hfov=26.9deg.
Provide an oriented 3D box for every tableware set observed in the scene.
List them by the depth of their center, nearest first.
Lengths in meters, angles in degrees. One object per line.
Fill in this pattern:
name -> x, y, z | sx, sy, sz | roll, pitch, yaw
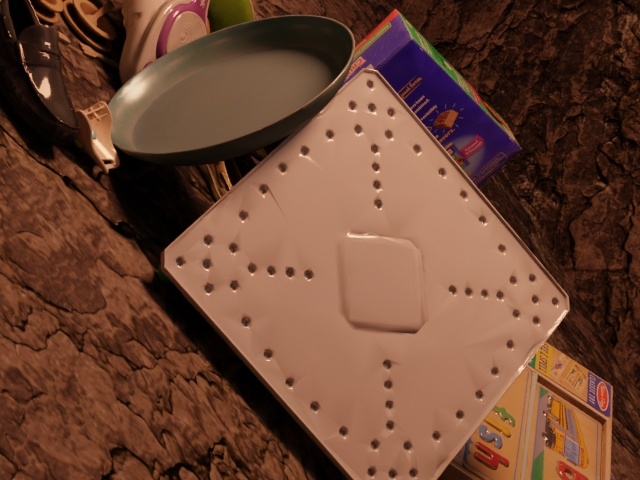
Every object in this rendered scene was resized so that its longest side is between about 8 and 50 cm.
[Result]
tableware set -> -0.323, -0.301, 1.711 | 0.194, 0.039, 0.128 | 23, 32, -59

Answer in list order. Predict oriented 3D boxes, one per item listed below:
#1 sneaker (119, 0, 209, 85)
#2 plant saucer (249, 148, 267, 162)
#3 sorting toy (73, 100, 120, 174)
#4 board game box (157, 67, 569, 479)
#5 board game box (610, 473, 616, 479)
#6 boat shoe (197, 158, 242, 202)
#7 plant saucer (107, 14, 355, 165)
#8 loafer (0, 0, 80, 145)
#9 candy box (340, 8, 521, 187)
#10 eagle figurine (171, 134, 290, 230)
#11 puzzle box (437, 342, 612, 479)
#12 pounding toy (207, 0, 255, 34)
sneaker -> -0.221, -0.318, 1.799 | 0.114, 0.152, 0.305 | 53, 47, -54
plant saucer -> -0.102, -0.147, 1.856 | 0.241, 0.037, 0.241 | 36, 0, 0
sorting toy -> -0.251, -0.110, 1.493 | 0.075, 0.045, 0.083 | 58, 13, -7
board game box -> 0.060, 0.055, 1.536 | 0.390, 0.050, 0.390 | 49, 58, -6
board game box -> 0.311, 0.269, 2.077 | 0.308, 0.086, 0.302 | 34, 23, -45
boat shoe -> -0.115, -0.076, 1.760 | 0.056, 0.048, 0.153 | 24, 31, -58
plant saucer -> -0.105, -0.175, 1.596 | 0.317, 0.318, 0.043 | -100, 171, -59
loafer -> -0.315, -0.200, 1.444 | 0.223, 0.078, 0.076 | 58, 18, 22
candy box -> 0.141, -0.188, 2.294 | 0.317, 0.268, 0.122 | 40, 16, -33
eagle figurine -> -0.009, 0.003, 1.650 | 0.298, 0.225, 0.226 | 54, 23, -29
puzzle box -> 0.276, 0.257, 1.829 | 0.272, 0.052, 0.409 | 34, 30, -7
pounding toy -> -0.181, -0.287, 1.894 | 0.237, 0.183, 0.110 | 52, 41, -6
